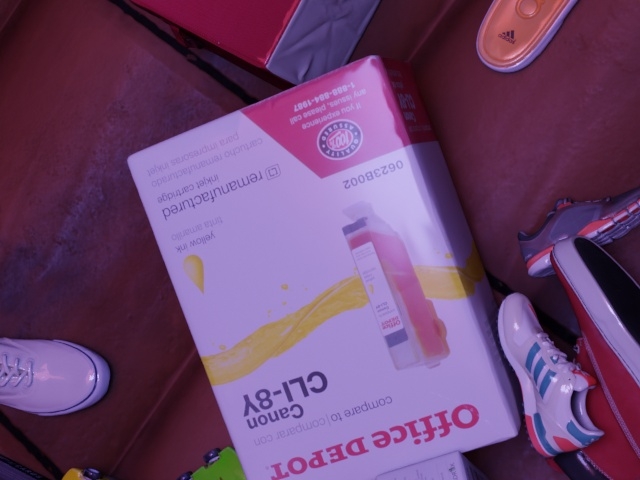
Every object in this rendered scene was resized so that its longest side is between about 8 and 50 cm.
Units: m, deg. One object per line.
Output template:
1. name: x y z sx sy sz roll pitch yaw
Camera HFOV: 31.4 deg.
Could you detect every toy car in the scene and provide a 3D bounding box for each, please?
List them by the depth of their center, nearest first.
1. toy car: -0.161 0.314 1.283 0.225 0.053 0.239 -39 72 11

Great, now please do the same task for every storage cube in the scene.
1. storage cube: -0.059 -0.288 1.264 0.193 0.183 0.215 31 93 21

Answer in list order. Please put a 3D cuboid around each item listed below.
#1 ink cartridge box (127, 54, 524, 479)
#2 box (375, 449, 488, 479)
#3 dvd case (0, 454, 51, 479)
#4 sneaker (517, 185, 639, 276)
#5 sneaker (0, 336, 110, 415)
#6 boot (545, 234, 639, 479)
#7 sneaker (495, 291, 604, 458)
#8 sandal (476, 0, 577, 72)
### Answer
1. ink cartridge box: 0.016 0.044 1.146 0.279 0.160 0.385 -20 91 15
2. box: 0.115 0.265 1.058 0.087 0.101 0.102 -20 59 15
3. dvd case: -0.424 0.379 1.384 0.179 0.029 0.239 20 90 22
4. sneaker: 0.271 -0.025 1.171 0.158 0.061 0.065 -31 66 13
5. sneaker: -0.380 0.160 1.365 0.258 0.091 0.094 1 82 21
6. boot: 0.258 0.131 1.122 0.176 0.088 0.244 -41 70 36
7. sneaker: 0.223 0.121 1.076 0.075 0.057 0.161 -22 77 39
8. sandal: 0.250 -0.302 1.209 0.102 0.076 0.265 30 93 21
